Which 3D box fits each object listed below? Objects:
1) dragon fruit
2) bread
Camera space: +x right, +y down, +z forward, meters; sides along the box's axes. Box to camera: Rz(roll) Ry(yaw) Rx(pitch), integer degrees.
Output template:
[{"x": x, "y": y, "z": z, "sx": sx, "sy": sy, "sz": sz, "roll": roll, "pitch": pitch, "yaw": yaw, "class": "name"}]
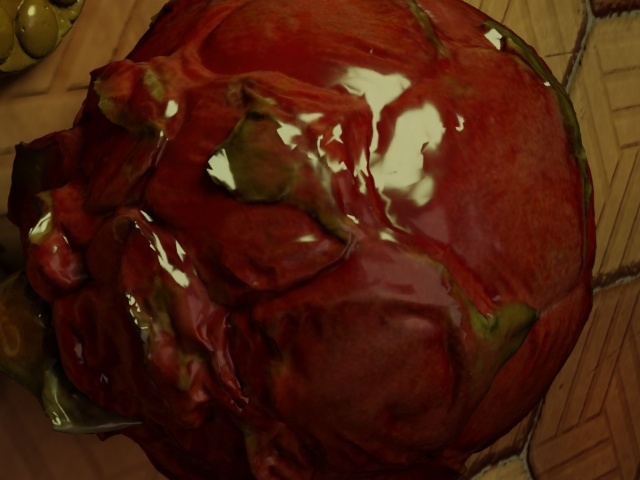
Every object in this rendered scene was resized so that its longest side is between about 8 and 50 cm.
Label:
[{"x": 0.000, "y": 0.000, "z": 0.827, "sx": 0.342, "sy": 0.277, "sz": 0.277, "roll": -23, "pitch": 118, "yaw": -38, "class": "dragon fruit"}, {"x": -0.149, "y": -0.131, "z": 0.797, "sx": 0.110, "sy": 0.024, "sz": 0.110, "roll": -19, "pitch": 114, "yaw": -49, "class": "bread"}]
